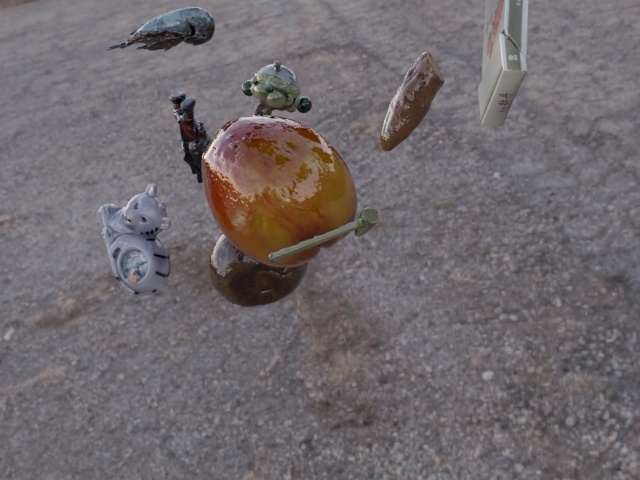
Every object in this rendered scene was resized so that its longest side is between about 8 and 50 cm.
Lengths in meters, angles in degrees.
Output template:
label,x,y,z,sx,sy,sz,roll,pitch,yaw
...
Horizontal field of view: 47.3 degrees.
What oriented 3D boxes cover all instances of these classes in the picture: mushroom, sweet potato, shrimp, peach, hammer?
label,x,y,z,sx,sy,sz,roll,pitch,yaw
mushroom,-0.135,0.056,1.626,0.231,0.194,0.138,-28,46,-2
sweet potato,0.213,-0.322,1.720,0.252,0.097,0.097,-61,32,4
shrimp,-0.331,-0.424,1.505,0.232,0.079,0.090,-14,30,1
peach,-0.075,-0.089,1.233,0.238,0.281,0.281,-39,28,0
hammer,0.000,0.000,1.050,0.195,0.028,0.060,-20,-18,-35

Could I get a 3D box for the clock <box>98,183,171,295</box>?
label,x,y,z,sx,sy,sz,roll,pitch,yaw
clock,-0.299,0.002,1.244,0.117,0.176,0.080,-22,-9,23

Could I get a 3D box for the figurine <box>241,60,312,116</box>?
label,x,y,z,sx,sy,sz,roll,pitch,yaw
figurine,-0.085,-0.288,1.458,0.147,0.094,0.197,18,-11,7

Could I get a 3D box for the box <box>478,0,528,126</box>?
label,x,y,z,sx,sy,sz,roll,pitch,yaw
box,0.197,-0.234,0.783,0.029,0.109,0.198,7,69,2

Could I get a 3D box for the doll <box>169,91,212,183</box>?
label,x,y,z,sx,sy,sz,roll,pitch,yaw
doll,-0.317,-0.256,1.865,0.088,0.249,0.127,-15,36,-4
